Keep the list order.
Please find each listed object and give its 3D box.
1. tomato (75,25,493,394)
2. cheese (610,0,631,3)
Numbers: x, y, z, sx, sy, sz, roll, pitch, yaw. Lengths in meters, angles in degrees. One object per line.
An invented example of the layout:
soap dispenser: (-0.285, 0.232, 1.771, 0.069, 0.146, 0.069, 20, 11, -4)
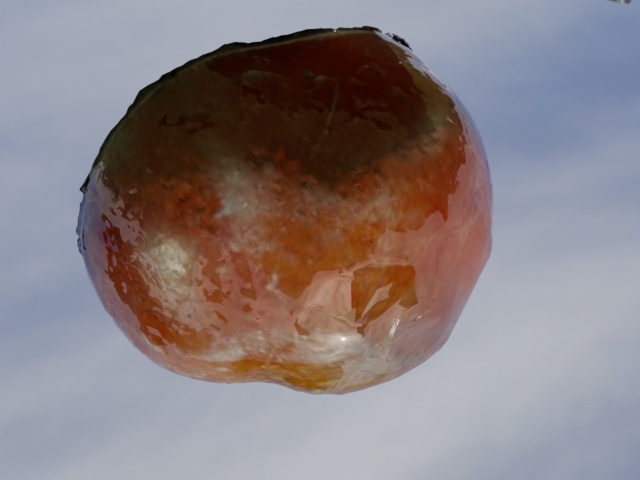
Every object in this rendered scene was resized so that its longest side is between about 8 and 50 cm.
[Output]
tomato: (0.000, 0.000, 1.001, 0.214, 0.181, 0.155, -21, -130, -28)
cheese: (0.029, -0.170, 0.984, 0.163, 0.071, 0.249, 24, 180, -41)
